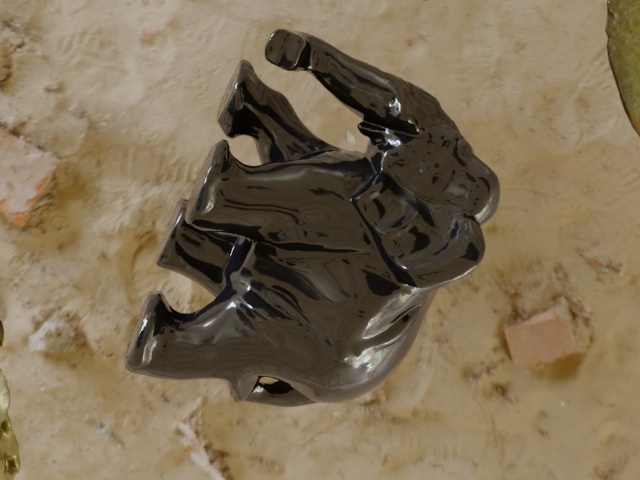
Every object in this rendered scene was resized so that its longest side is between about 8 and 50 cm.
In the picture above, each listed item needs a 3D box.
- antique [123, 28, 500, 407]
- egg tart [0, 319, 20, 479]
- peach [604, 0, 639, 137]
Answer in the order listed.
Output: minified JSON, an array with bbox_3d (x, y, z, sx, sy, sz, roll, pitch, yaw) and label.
[{"bbox_3d":[0.000,0.000,0.770,0.255,0.185,0.322,20,102,-11],"label":"antique"},{"bbox_3d":[-0.293,0.030,0.499,0.341,0.132,0.341,12,123,20],"label":"egg tart"},{"bbox_3d":[0.290,-0.131,0.578,0.189,0.068,0.279,-20,114,39],"label":"peach"}]
